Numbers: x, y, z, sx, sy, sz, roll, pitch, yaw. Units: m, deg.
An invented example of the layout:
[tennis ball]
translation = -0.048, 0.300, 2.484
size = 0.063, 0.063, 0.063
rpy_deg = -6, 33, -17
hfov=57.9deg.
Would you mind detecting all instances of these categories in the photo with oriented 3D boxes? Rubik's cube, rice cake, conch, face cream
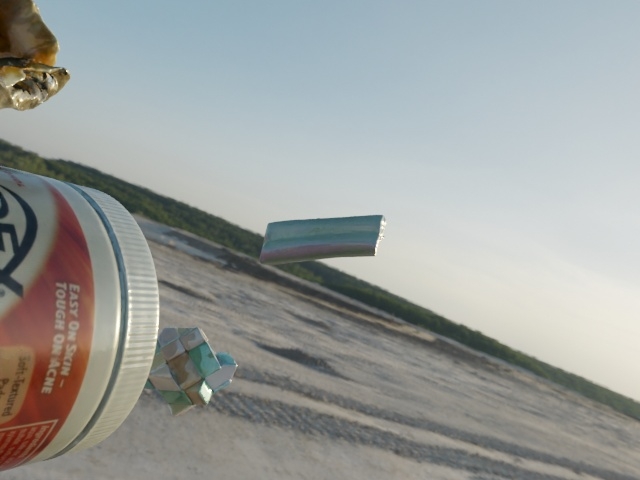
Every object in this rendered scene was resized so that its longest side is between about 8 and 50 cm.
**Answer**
[Rubik's cube]
translation = -0.127, 0.119, 0.540
size = 0.084, 0.075, 0.073
rpy_deg = 41, -13, 2
[rice cake]
translation = 0.001, -0.001, 0.986
size = 0.221, 0.080, 0.042
rpy_deg = -4, -39, 21
[conch]
translation = -0.428, -0.201, 0.618
size = 0.158, 0.210, 0.291
rpy_deg = -11, 5, 20
[face cream]
translation = -0.237, 0.047, 0.360
size = 0.201, 0.201, 0.187
rpy_deg = 19, 4, 31
